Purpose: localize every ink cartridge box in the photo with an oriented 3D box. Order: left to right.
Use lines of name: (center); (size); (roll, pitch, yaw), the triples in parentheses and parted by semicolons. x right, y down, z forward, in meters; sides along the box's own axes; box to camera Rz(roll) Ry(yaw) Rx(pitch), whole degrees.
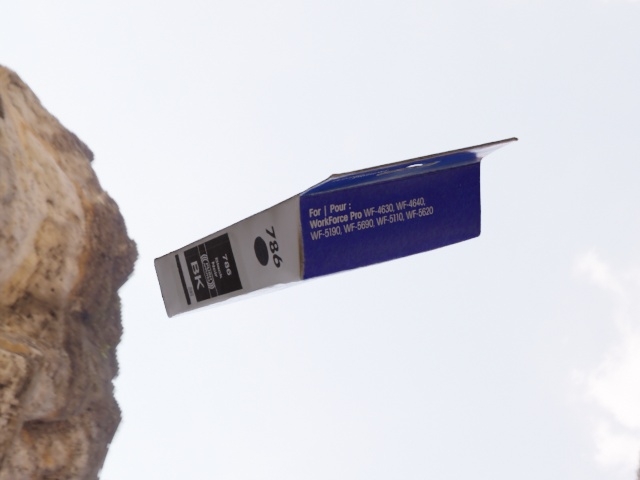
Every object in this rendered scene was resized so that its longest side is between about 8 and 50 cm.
ink cartridge box: (0.000, 0.000, 0.755); (0.165, 0.332, 0.065); (-13, -94, -30)
